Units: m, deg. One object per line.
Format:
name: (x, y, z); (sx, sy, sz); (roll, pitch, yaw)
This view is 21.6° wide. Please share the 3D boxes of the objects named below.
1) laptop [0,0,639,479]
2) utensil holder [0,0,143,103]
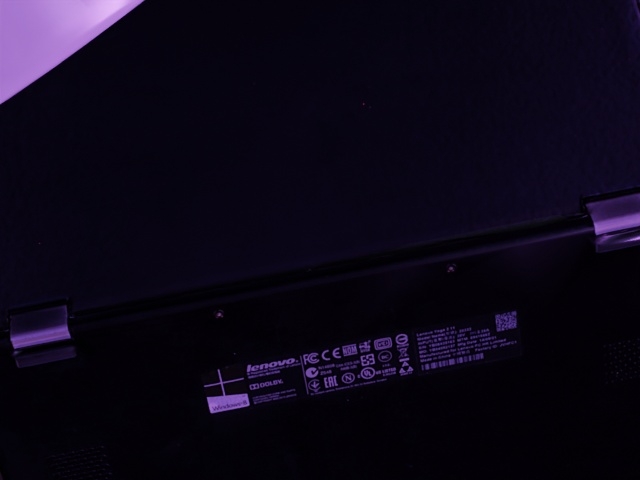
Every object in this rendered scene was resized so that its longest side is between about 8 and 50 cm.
laptop: (0.000, 0.000, 0.957); (0.382, 0.236, 0.408); (-11, 124, -1)
utensil holder: (-0.228, -0.252, 0.699); (0.327, 0.327, 0.385); (-46, 111, -28)
